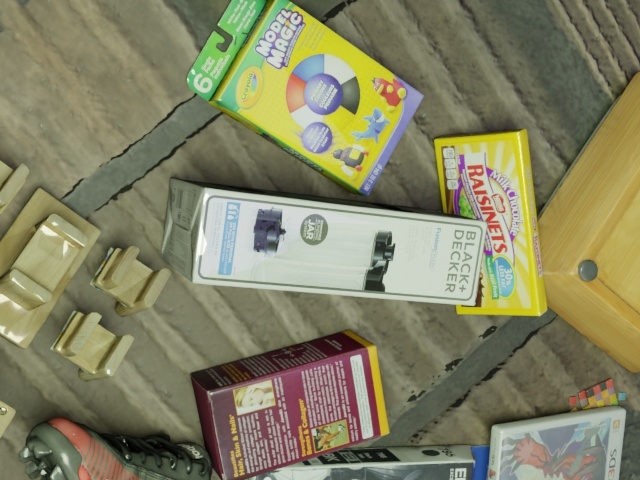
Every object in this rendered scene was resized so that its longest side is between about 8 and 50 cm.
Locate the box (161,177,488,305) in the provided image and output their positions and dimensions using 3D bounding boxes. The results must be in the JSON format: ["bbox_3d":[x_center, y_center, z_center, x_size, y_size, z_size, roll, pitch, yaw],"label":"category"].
[{"bbox_3d":[0.000,0.000,0.973,0.289,0.169,0.087,5,95,-21],"label":"box"}]

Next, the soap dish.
[{"bbox_3d":[0.387,-0.016,1.137,0.229,0.118,0.291,37,83,-20],"label":"soap dish"}]

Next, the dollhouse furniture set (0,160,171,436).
[{"bbox_3d":[-0.306,0.071,0.912,0.212,0.161,0.242,38,61,-20],"label":"dollhouse furniture set"}]

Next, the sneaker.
[{"bbox_3d":[-0.181,0.232,0.944,0.135,0.097,0.276,-49,138,-19],"label":"sneaker"}]

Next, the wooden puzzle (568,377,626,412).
[{"bbox_3d":[0.348,0.204,1.211,0.083,0.006,0.049,-21,104,-16],"label":"wooden puzzle"}]

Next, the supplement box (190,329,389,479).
[{"bbox_3d":[-0.032,0.173,1.029,0.188,0.081,0.104,-13,102,-18],"label":"supplement box"}]

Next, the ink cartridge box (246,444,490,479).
[{"bbox_3d":[0.070,0.321,1.096,0.332,0.065,0.165,1,96,-21],"label":"ink cartridge box"}]

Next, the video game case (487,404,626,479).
[{"bbox_3d":[0.284,0.300,1.171,0.201,0.023,0.184,-2,101,-29],"label":"video game case"}]

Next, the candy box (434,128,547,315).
[{"bbox_3d":[0.189,-0.018,1.076,0.027,0.105,0.206,-24,108,-55],"label":"candy box"}]

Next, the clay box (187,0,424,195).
[{"bbox_3d":[-0.015,-0.156,1.008,0.222,0.053,0.127,31,86,-22],"label":"clay box"}]
